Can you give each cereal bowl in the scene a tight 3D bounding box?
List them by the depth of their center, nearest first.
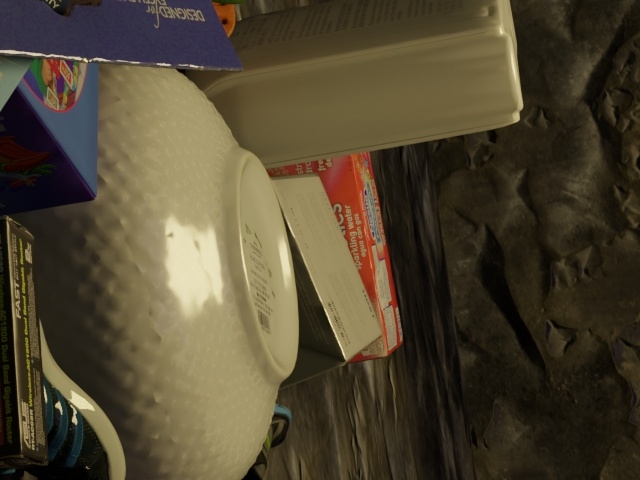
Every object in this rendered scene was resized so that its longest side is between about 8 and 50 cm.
[{"bbox_3d":[-0.102,0.026,1.201,0.339,0.141,0.339,-10,90,-80],"label":"cereal bowl"}]

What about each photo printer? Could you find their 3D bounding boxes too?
[{"bbox_3d":[0.025,-0.152,1.563,0.256,0.307,0.107,-79,158,-70],"label":"photo printer"}]

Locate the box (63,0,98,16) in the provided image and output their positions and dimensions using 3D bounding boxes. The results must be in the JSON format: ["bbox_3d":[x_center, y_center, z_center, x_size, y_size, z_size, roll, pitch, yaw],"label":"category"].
[{"bbox_3d":[-0.134,-0.166,1.075,0.136,0.028,0.081,-34,114,-77],"label":"box"}]

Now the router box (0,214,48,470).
[{"bbox_3d":[-0.186,0.056,0.850,0.038,0.092,0.122,48,35,-71],"label":"router box"}]

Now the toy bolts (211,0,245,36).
[{"bbox_3d":[-0.148,-0.268,1.378,0.218,0.158,0.228,30,47,-20],"label":"toy bolts"}]

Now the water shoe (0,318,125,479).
[{"bbox_3d":[-0.178,0.102,0.970,0.080,0.073,0.203,-63,144,-36],"label":"water shoe"}]

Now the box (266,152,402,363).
[{"bbox_3d":[0.000,0.000,1.796,0.128,0.122,0.257,-21,101,-80],"label":"box"}]

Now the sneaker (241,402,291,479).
[{"bbox_3d":[-0.072,0.171,1.469,0.188,0.067,0.078,10,92,-81],"label":"sneaker"}]

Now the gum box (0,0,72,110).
[{"bbox_3d":[-0.205,-0.108,0.767,0.157,0.041,0.184,45,39,-21],"label":"gum box"}]

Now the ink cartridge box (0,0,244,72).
[{"bbox_3d":[-0.161,-0.231,0.827,0.307,0.072,0.303,60,25,12],"label":"ink cartridge box"}]

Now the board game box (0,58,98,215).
[{"bbox_3d":[-0.207,-0.222,1.030,0.233,0.078,0.347,64,20,-58],"label":"board game box"}]

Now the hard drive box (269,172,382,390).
[{"bbox_3d":[-0.028,0.035,1.617,0.232,0.089,0.181,-13,81,-79],"label":"hard drive box"}]
